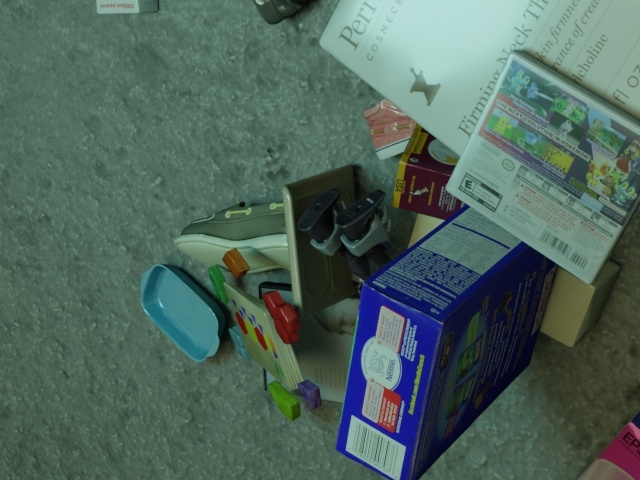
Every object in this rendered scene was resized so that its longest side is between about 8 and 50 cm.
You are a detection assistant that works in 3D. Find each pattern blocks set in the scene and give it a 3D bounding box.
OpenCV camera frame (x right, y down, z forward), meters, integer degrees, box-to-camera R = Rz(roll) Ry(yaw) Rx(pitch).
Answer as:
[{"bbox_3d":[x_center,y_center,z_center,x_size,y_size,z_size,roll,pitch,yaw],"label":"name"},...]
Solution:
[{"bbox_3d":[-0.082,0.141,1.982,0.325,0.026,0.285,38,148,54],"label":"pattern blocks set"}]

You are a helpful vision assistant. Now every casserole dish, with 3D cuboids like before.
[{"bbox_3d":[-0.221,0.114,2.173,0.188,0.037,0.114,41,128,23],"label":"casserole dish"}]

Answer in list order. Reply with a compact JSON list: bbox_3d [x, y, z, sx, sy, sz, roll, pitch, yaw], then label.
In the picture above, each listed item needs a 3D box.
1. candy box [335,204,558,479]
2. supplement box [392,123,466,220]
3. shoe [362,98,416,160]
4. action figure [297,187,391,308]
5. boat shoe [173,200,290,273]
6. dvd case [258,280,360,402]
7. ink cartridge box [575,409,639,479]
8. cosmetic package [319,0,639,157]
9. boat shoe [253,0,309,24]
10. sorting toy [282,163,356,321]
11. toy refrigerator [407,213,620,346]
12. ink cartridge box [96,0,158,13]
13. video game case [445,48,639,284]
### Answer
[{"bbox_3d":[0.167,0.108,1.642,0.122,0.317,0.268,28,130,26],"label":"candy box"},{"bbox_3d":[0.202,-0.080,1.775,0.188,0.104,0.081,15,131,10],"label":"supplement box"},{"bbox_3d":[0.138,-0.176,1.857,0.178,0.063,0.081,-20,94,38],"label":"shoe"},{"bbox_3d":[0.086,0.053,1.858,0.185,0.099,0.285,21,151,47],"label":"action figure"},{"bbox_3d":[-0.105,-0.010,2.042,0.305,0.109,0.091,-1,61,45],"label":"boat shoe"},{"bbox_3d":[0.016,0.162,2.049,0.253,0.022,0.180,5,105,32],"label":"dvd case"},{"bbox_3d":[0.439,0.361,1.805,0.176,0.069,0.371,43,119,17],"label":"ink cartridge box"},{"bbox_3d":[0.286,-0.271,1.577,0.394,0.327,0.329,40,122,19],"label":"cosmetic package"},{"bbox_3d":[-0.131,-0.464,1.931,0.095,0.112,0.335,-38,84,29],"label":"boat shoe"},{"bbox_3d":[0.000,0.000,1.904,0.038,0.208,0.193,1,103,28],"label":"sorting toy"},{"bbox_3d":[0.262,0.027,1.815,0.269,0.094,0.102,29,124,24],"label":"toy refrigerator"},{"bbox_3d":[-0.309,-0.419,2.093,0.088,0.052,0.122,5,106,32],"label":"ink cartridge box"},{"bbox_3d":[0.254,-0.080,1.439,0.201,0.023,0.183,36,121,22],"label":"video game case"}]
